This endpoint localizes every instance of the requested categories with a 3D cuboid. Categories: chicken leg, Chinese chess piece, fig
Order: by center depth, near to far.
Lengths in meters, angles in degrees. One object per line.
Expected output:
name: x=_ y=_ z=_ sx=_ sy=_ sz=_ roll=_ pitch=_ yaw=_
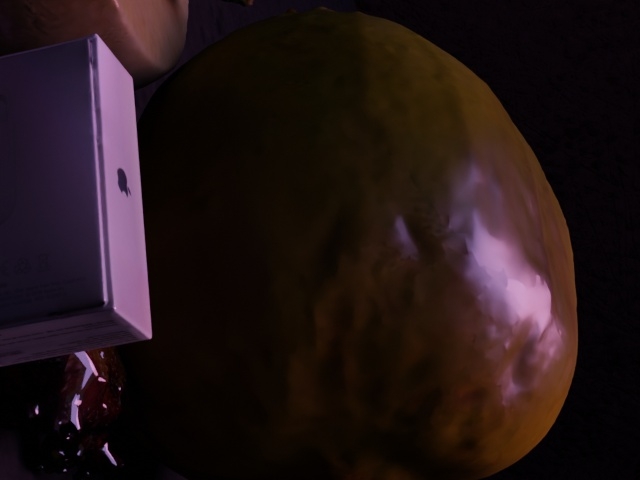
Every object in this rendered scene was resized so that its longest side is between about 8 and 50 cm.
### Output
chicken leg: x=-0.153 y=0.026 z=0.760 sx=0.105 sy=0.063 sz=0.234 roll=-66 pitch=142 yaw=-82
Chinese chess piece: x=-0.159 y=-0.212 z=0.879 sx=0.251 sy=0.097 sz=0.251 roll=-10 pitch=90 yaw=-80
fig: x=0.009 y=0.007 z=0.935 sx=0.343 sy=0.343 sz=0.343 roll=-11 pitch=90 yaw=-81

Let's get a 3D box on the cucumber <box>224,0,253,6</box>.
cucumber: x=-0.093 y=-0.254 z=0.831 sx=0.068 sy=0.067 sz=0.294 roll=-91 pitch=168 yaw=-46

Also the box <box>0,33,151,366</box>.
box: x=-0.147 y=-0.013 z=0.620 sx=0.051 sy=0.130 sz=0.129 roll=58 pitch=23 yaw=-66
